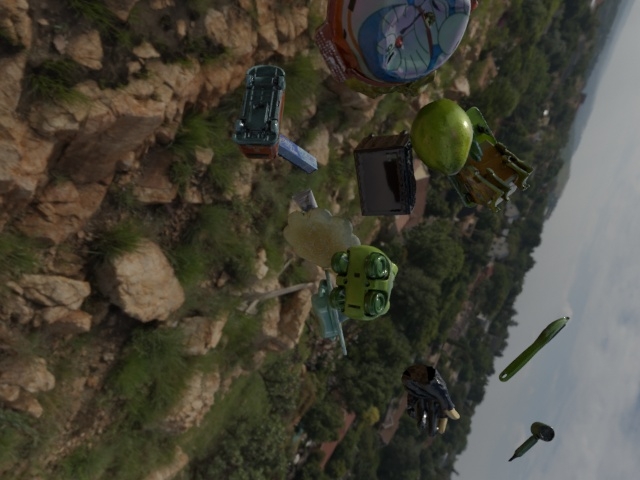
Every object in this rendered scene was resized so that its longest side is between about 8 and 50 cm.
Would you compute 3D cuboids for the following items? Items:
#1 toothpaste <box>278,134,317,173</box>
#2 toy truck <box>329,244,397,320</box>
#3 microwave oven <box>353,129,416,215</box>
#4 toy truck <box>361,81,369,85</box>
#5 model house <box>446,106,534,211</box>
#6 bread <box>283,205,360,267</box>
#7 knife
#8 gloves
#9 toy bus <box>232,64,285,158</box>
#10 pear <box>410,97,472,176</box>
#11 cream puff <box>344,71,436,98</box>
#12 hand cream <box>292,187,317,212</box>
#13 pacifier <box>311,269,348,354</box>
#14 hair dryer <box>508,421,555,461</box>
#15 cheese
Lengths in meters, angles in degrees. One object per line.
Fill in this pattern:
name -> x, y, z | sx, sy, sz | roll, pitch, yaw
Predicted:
toothpaste -> -0.117, -0.351, 1.816 | 0.272, 0.053, 0.066 | 26, 51, -45
toy truck -> 0.126, 0.122, 1.198 | 0.210, 0.148, 0.187 | 36, 63, -51
microwave oven -> 0.228, -0.220, 1.525 | 0.178, 0.188, 0.247 | -62, 145, -58
toy truck -> 0.096, -0.417, 1.020 | 0.191, 0.085, 0.116 | 23, 66, -30
model house -> 0.601, -0.290, 1.617 | 0.242, 0.313, 0.357 | -37, 107, -3
bread -> 0.000, 0.000, 1.707 | 0.316, 0.316, 0.054 | 85, 23, -46
knife -> 0.413, 0.207, 0.884 | 0.184, 0.022, 0.026 | -43, 120, -2
gloves -> 0.297, 0.432, 1.232 | 0.106, 0.129, 0.180 | -62, 133, -67
toy bus -> -0.158, -0.350, 1.261 | 0.120, 0.121, 0.265 | 82, 11, -66
pear -> 0.353, -0.289, 1.328 | 0.187, 0.188, 0.219 | 5, 71, -65
cream puff -> 0.227, -0.581, 1.445 | 0.378, 0.378, 0.275 | -57, 137, -24
hand cream -> -0.047, -0.133, 1.851 | 0.142, 0.084, 0.053 | 60, 18, -20
pacifier -> 0.106, 0.260, 1.764 | 0.288, 0.269, 0.343 | -104, -176, -66
hair dryer -> 0.575, 0.562, 1.268 | 0.150, 0.047, 0.071 | -37, 162, -3
cheese -> 0.143, -0.324, 0.588 | 0.329, 0.129, 0.217 | -30, 136, 5
